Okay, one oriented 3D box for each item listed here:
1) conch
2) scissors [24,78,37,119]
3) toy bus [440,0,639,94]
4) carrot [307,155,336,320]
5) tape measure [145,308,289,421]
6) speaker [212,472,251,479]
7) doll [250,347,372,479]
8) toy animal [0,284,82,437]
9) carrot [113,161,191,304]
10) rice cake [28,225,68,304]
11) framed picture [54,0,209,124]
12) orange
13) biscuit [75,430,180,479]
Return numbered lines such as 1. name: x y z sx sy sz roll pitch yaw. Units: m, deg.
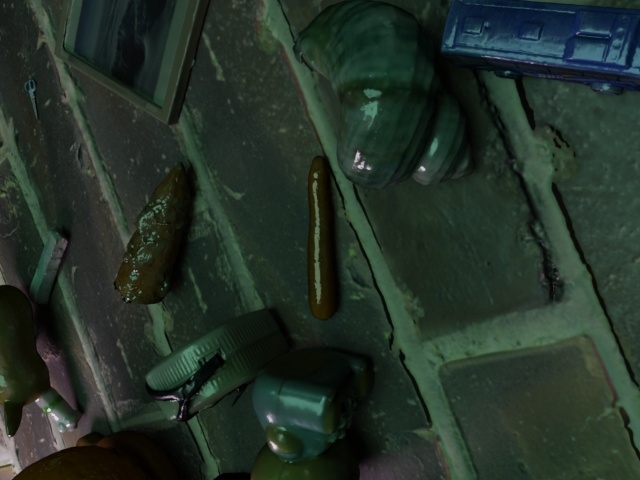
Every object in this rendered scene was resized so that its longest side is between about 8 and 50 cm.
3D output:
1. conch: 0.074 -0.162 0.673 0.277 0.220 0.195 35 93 -3
2. scissors: -0.595 -0.291 1.171 0.036 0.006 0.083 -6 97 32
3. toy bus: 0.247 -0.204 0.593 0.237 0.094 0.079 18 110 29
4. carrot: 0.000 0.000 0.831 0.043 0.043 0.247 3 100 32
5. tape measure: -0.179 0.216 0.897 0.235 0.207 0.115 -36 83 31
6. speaker: -0.100 0.452 0.989 0.218 0.044 0.082 -19 90 34
7. doll: -0.021 0.302 0.827 0.162 0.177 0.260 6 102 24
8. toy animal: -0.684 0.278 1.241 0.180 0.181 0.362 -10 99 38
9. carrot: -0.280 -0.016 0.986 0.102 0.102 0.263 32 110 23
10. rice cake: -0.590 0.059 1.227 0.043 0.034 0.210 49 122 25
11. framed picture: -0.298 -0.460 0.931 0.326 0.028 0.446 32 116 23
12. orange: -0.451 0.555 1.016 0.341 0.293 0.340 4 99 27
13. biscuit: -0.411 0.594 1.210 0.365 0.062 0.384 -6 97 34
